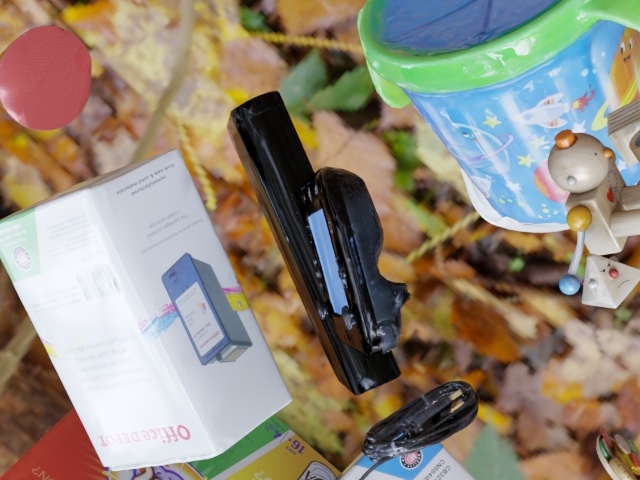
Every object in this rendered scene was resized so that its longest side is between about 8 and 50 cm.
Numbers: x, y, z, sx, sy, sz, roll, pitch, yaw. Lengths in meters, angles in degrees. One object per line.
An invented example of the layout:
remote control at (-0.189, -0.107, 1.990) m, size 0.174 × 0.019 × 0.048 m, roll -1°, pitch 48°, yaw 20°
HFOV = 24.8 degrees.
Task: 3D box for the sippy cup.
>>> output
sippy cup at (0.183, -0.142, 1.261) m, size 0.224 × 0.240 × 0.305 m, roll 59°, pitch -176°, yaw -34°

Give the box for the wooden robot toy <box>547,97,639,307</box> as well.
wooden robot toy at (0.172, -0.042, 0.859) m, size 0.076 × 0.173 × 0.079 m, roll -18°, pitch 121°, yaw 40°

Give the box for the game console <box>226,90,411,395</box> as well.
game console at (0.000, 0.000, 0.928) m, size 0.361 × 0.044 × 0.213 m, roll 165°, pitch 81°, yaw -85°

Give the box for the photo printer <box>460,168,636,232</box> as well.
photo printer at (0.267, -0.163, 1.822) m, size 0.107 × 0.256 × 0.308 m, roll -25°, pitch 78°, yaw 49°

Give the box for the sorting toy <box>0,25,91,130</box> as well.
sorting toy at (-0.447, -0.183, 1.637) m, size 0.126 × 0.365 × 0.127 m, roll 25°, pitch 118°, yaw 52°

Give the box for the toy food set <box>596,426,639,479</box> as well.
toy food set at (0.324, 0.238, 1.555) m, size 0.083 × 0.020 × 0.083 m, roll 25°, pitch -149°, yaw -44°

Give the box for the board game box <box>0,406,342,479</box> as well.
board game box at (-0.140, 0.240, 1.297) m, size 0.242 × 0.316 × 0.064 m, roll 40°, pitch 125°, yaw 2°

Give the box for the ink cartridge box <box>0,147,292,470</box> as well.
ink cartridge box at (-0.136, 0.056, 1.088) m, size 0.154 × 0.093 × 0.212 m, roll -16°, pitch 101°, yaw 48°

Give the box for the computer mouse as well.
computer mouse at (0.011, 0.150, 0.898) m, size 0.071 × 0.242 × 0.041 m, roll 4°, pitch 123°, yaw 48°

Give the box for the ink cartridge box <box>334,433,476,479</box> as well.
ink cartridge box at (0.091, 0.279, 1.289) m, size 0.203 × 0.148 × 0.086 m, roll 45°, pitch 154°, yaw 5°
